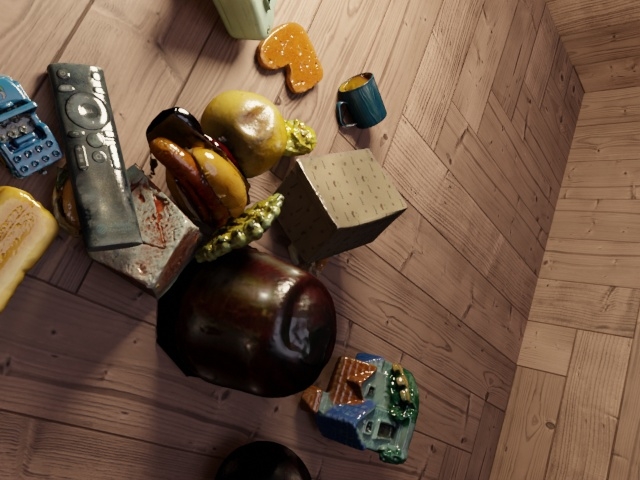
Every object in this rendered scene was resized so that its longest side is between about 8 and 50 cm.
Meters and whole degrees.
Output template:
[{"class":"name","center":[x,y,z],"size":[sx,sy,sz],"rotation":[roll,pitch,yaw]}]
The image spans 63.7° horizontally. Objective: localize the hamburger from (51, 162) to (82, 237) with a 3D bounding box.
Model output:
[{"class":"hamburger","center":[-0.485,-0.099,1.023],"size":[0.102,0.087,0.176],"rotation":[30,65,-27]}]

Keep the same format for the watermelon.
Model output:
[{"class":"watermelon","center":[-0.335,0.003,1.099],"size":[0.213,0.201,0.261],"rotation":[-61,139,-17]}]

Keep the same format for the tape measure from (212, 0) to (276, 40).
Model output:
[{"class":"tape measure","center":[-0.168,-0.609,1.201],"size":[0.243,0.125,0.246],"rotation":[65,37,-76]}]

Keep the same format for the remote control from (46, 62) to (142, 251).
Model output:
[{"class":"remote control","center":[-0.436,-0.165,0.995],"size":[0.107,0.044,0.377],"rotation":[-7,77,-44]}]

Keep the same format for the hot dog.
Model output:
[{"class":"hot dog","center":[-0.274,-0.122,1.139],"size":[0.326,0.194,0.107],"rotation":[42,33,-44]}]

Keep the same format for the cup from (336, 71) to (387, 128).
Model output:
[{"class":"cup","center":[0.120,-0.428,1.611],"size":[0.113,0.150,0.138],"rotation":[-86,152,-53]}]

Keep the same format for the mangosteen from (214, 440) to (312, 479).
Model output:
[{"class":"mangosteen","center":[-0.147,0.663,1.282],"size":[0.302,0.275,0.275],"rotation":[-83,160,-69]}]

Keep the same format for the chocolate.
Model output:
[{"class":"chocolate","center":[-0.139,0.202,1.229],"size":[0.384,0.331,0.383],"rotation":[-6,99,-43]}]

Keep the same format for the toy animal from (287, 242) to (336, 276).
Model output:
[{"class":"toy animal","center":[-0.009,-0.010,1.509],"size":[0.185,0.104,0.184],"rotation":[-36,109,-33]}]

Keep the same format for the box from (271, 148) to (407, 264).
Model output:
[{"class":"box","center":[0.049,-0.099,1.435],"size":[0.297,0.190,0.225],"rotation":[-17,68,-42]}]

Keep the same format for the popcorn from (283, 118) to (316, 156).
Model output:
[{"class":"popcorn","center":[-0.071,-0.282,1.412],"size":[0.121,0.116,0.106],"rotation":[-6,90,-4]}]

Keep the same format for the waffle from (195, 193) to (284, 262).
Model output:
[{"class":"waffle","center":[-0.183,-0.025,1.209],"size":[0.054,0.223,0.204],"rotation":[58,29,-16]}]

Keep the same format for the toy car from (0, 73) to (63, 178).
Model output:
[{"class":"toy car","center":[-0.549,-0.205,0.930],"size":[0.097,0.100,0.191],"rotation":[-40,116,-32]}]

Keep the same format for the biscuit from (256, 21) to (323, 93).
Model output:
[{"class":"biscuit","center":[-0.085,-0.495,1.428],"size":[0.186,0.036,0.192],"rotation":[-49,126,-28]}]

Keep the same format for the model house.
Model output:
[{"class":"model house","center":[0.111,0.483,1.582],"size":[0.329,0.252,0.295],"rotation":[33,71,-36]}]

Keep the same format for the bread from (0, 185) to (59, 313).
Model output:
[{"class":"bread","center":[-0.598,0.052,0.907],"size":[0.142,0.091,0.305],"rotation":[44,63,-36]}]

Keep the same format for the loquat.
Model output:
[{"class":"loquat","center":[-0.182,-0.254,1.228],"size":[0.213,0.213,0.213],"rotation":[-5,97,-46]}]
